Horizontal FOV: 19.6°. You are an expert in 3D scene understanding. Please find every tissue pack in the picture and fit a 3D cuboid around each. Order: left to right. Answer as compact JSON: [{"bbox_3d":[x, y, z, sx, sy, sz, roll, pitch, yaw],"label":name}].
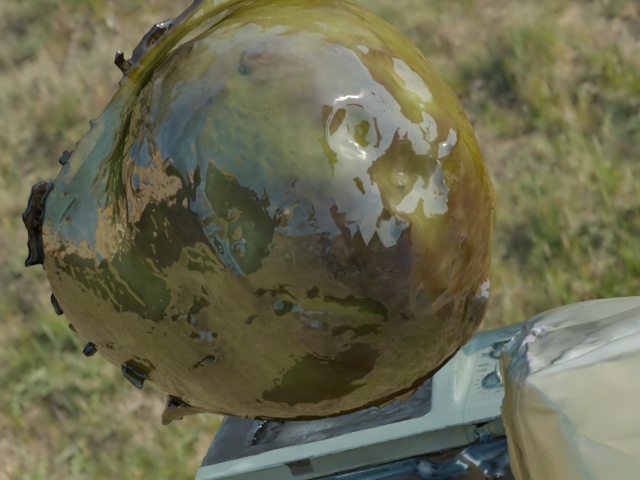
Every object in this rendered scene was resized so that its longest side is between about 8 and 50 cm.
[{"bbox_3d":[0.122,0.123,0.553,0.090,0.222,0.186,-21,0,4],"label":"tissue pack"}]

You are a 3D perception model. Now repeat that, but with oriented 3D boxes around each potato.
[{"bbox_3d":[0.000,0.000,1.104,0.237,0.288,0.301,31,85,46],"label":"potato"}]

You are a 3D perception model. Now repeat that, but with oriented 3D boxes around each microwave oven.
[{"bbox_3d":[0.078,0.222,1.573,0.295,0.238,0.181,-15,20,19],"label":"microwave oven"}]
